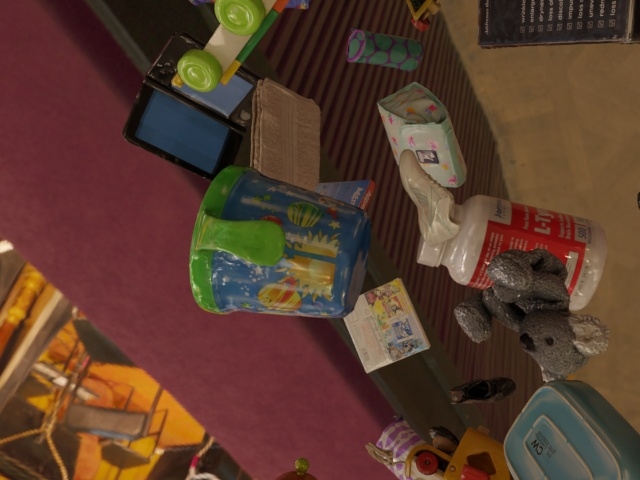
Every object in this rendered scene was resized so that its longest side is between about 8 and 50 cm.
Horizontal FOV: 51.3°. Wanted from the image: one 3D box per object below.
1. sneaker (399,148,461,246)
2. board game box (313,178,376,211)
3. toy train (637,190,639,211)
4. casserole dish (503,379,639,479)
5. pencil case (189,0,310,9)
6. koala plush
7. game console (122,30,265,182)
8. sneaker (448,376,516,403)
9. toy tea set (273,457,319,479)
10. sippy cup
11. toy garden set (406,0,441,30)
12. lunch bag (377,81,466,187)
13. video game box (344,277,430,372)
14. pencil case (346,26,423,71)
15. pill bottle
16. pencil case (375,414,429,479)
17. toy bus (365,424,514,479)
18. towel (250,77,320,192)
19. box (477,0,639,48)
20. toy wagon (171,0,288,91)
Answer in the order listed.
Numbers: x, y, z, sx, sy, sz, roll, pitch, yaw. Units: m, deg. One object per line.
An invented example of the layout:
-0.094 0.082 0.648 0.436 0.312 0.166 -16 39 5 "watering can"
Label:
0.165 -0.070 0.996 0.061 0.054 0.152 -22 91 29 "sneaker"
0.000 0.000 1.309 0.145 0.281 0.027 1 146 43 "board game box"
0.894 -0.064 1.830 0.027 0.036 0.158 2 129 42 "toy train"
0.210 0.188 0.559 0.037 0.188 0.114 25 104 -14 "casserole dish"
-0.166 -0.602 1.550 0.307 0.119 0.133 3 164 4 "pencil case"
0.399 0.144 1.187 0.204 0.221 0.196 -8 140 -32 "koala plush"
-0.291 -0.316 1.636 0.293 0.173 0.250 25 134 -29 "game console"
0.334 0.308 1.360 0.170 0.051 0.089 -6 164 -11 "sneaker"
-0.069 0.455 0.863 0.336 0.200 0.124 -45 159 4 "toy tea set"
-0.046 0.016 1.006 0.224 0.305 0.239 11 122 14 "sippy cup"
0.157 -0.430 0.899 0.049 0.244 0.204 5 144 -36 "toy garden set"
0.288 -0.276 1.815 0.160 0.262 0.223 -29 128 -6 "lunch bag"
0.172 0.230 1.810 0.187 0.048 0.205 -25 82 17 "video game box"
0.123 -0.366 1.286 0.152 0.064 0.070 0 -169 -31 "pencil case"
0.454 0.018 1.624 0.408 0.229 0.229 13 138 3 "pill bottle"
0.186 0.401 1.158 0.088 0.206 0.086 15 108 -47 "pencil case"
0.195 0.295 0.866 0.202 0.104 0.191 48 151 -18 "toy bus"
-0.074 -0.223 1.521 0.187 0.282 0.049 17 154 -40 "towel"
0.617 -0.693 1.518 0.298 0.472 0.479 -11 108 -26 "box"
-0.102 -0.310 0.903 0.068 0.267 0.344 34 142 -16 "toy wagon"
